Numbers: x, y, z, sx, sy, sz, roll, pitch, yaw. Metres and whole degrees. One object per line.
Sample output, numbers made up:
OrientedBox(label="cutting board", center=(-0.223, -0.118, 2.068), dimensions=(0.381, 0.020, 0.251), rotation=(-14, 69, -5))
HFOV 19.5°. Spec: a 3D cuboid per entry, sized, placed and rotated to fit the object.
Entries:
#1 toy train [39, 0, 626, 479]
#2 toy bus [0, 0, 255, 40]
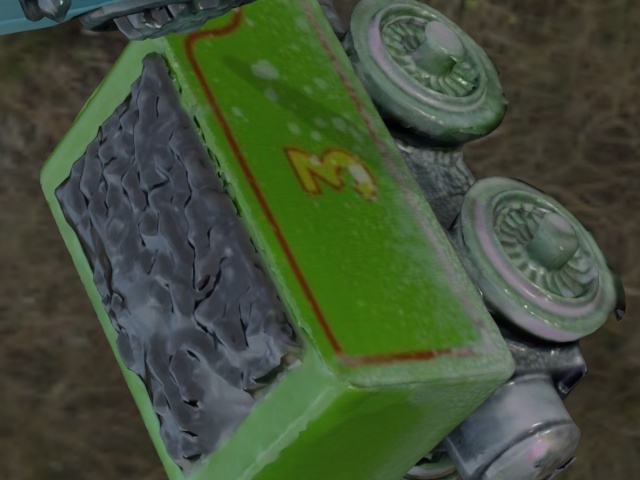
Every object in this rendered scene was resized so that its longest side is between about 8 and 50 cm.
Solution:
OrientedBox(label="toy train", center=(0.000, 0.000, 0.966), dimensions=(0.173, 0.248, 0.307), rotation=(-49, 56, 38))
OrientedBox(label="toy bus", center=(0.019, -0.125, 0.403), dimensions=(0.165, 0.271, 0.133), rotation=(176, 82, -68))
